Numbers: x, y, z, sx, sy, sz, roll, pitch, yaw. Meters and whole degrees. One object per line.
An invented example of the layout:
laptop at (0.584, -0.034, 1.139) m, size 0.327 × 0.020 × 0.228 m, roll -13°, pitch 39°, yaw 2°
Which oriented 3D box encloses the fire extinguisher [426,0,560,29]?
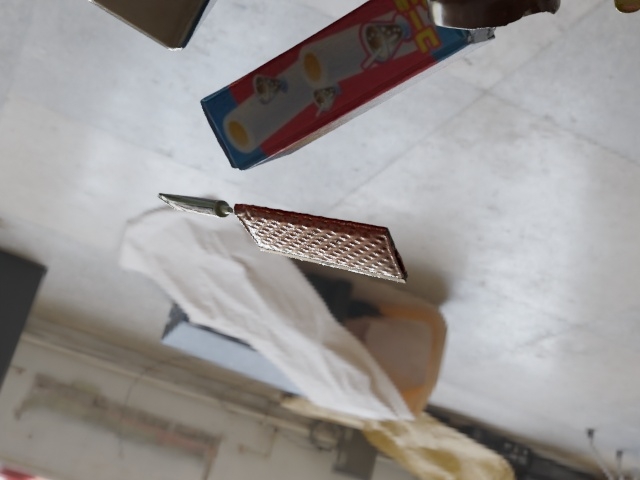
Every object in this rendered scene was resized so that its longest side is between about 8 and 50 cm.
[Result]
fire extinguisher at (0.128, -0.338, 0.808) m, size 0.135 × 0.114 × 0.337 m, roll 32°, pitch 137°, yaw 55°

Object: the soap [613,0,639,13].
soap at (0.354, -0.298, 1.211) m, size 0.034 × 0.089 × 0.012 m, roll -3°, pitch 153°, yaw 13°

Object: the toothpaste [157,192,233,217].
toothpaste at (-0.144, -0.041, 1.230) m, size 0.140 × 0.021 × 0.037 m, roll 9°, pitch 155°, yaw 50°

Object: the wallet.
wallet at (0.000, 0.000, 1.207) m, size 0.197 × 0.020 × 0.103 m, roll 11°, pitch 154°, yaw 27°

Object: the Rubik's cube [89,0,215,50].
Rubik's cube at (-0.174, -0.475, 1.074) m, size 0.347 × 0.344 × 0.346 m, roll 30°, pitch 134°, yaw -8°

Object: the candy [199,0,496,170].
candy at (0.032, -0.192, 1.173) m, size 0.306 × 0.100 × 0.157 m, roll -28°, pitch -178°, yaw 24°
